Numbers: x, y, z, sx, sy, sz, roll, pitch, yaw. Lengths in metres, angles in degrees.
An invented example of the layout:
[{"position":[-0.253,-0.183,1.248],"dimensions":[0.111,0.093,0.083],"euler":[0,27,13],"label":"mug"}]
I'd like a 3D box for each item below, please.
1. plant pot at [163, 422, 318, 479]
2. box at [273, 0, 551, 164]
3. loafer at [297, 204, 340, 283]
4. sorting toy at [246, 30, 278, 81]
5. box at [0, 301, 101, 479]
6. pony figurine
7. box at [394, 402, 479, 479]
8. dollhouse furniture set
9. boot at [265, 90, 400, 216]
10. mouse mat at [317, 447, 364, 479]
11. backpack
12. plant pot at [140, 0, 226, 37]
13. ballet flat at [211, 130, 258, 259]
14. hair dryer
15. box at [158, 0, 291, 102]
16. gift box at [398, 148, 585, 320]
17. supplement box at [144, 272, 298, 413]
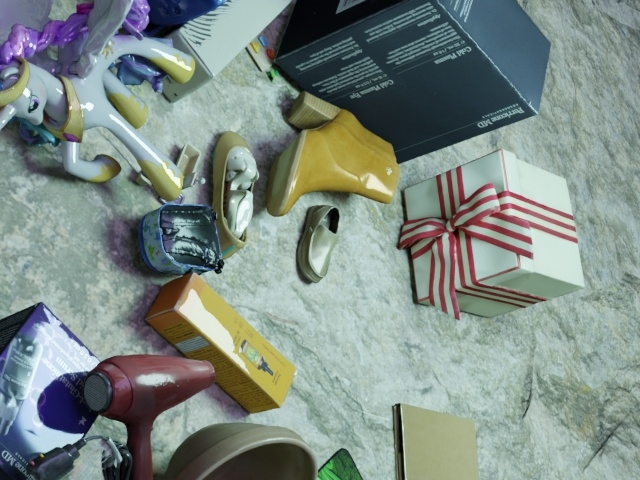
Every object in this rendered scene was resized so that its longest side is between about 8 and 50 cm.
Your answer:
[{"position":[-0.131,0.324,1.673],"dimensions":[0.237,0.237,0.110],"euler":[9,28,-45],"label":"plant pot"},{"position":[0.160,-0.322,2.123],"dimensions":[0.312,0.343,0.179],"euler":[43,47,-32],"label":"box"},{"position":[0.000,0.000,2.042],"dimensions":[0.056,0.050,0.148],"euler":[29,53,-36],"label":"loafer"},{"position":[-0.090,-0.311,2.110],"dimensions":[0.083,0.012,0.062],"euler":[57,41,-12],"label":"sorting toy"},{"position":[-0.368,0.204,1.508],"dimensions":[0.153,0.108,0.207],"euler":[49,44,-22],"label":"box"},{"position":[-0.319,-0.251,1.674],"dimensions":[0.363,0.303,0.351],"euler":[29,61,-55],"label":"pony figurine"},{"position":[0.201,0.372,2.119],"dimensions":[0.201,0.021,0.164],"euler":[19,60,-41],"label":"box"},{"position":[-0.204,-0.117,1.847],"dimensions":[0.091,0.081,0.114],"euler":[40,48,-29],"label":"dollhouse furniture set"},{"position":[0.031,-0.109,2.059],"dimensions":[0.211,0.104,0.295],"euler":[30,44,-17],"label":"boot"},{"position":[0.041,0.436,1.930],"dimensions":[0.152,0.007,0.189],"euler":[-37,100,-49],"label":"mouse mat"},{"position":[-0.209,0.002,1.787],"dimensions":[0.114,0.084,0.105],"euler":[8,68,-50],"label":"backpack"},{"position":[-0.231,-0.452,1.863],"dimensions":[0.236,0.212,0.236],"euler":[53,43,-16],"label":"plant pot"},{"position":[-0.127,-0.077,1.920],"dimensions":[0.080,0.073,0.232],"euler":[29,54,-37],"label":"ballet flat"},{"position":[-0.235,0.244,1.532],"dimensions":[0.293,0.080,0.223],"euler":[-50,137,-31],"label":"hair dryer"},{"position":[-0.163,-0.337,1.968],"dimensions":[0.094,0.113,0.275],"euler":[52,41,-16],"label":"box"},{"position":[0.313,0.007,2.225],"dimensions":[0.258,0.255,0.276],"euler":[17,55,-45],"label":"gift box"},{"position":[-0.141,0.153,1.803],"dimensions":[0.233,0.080,0.078],"euler":[45,46,-23],"label":"supplement box"}]
